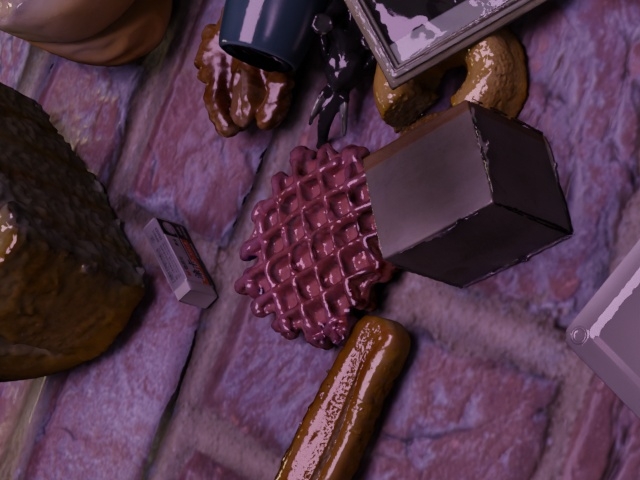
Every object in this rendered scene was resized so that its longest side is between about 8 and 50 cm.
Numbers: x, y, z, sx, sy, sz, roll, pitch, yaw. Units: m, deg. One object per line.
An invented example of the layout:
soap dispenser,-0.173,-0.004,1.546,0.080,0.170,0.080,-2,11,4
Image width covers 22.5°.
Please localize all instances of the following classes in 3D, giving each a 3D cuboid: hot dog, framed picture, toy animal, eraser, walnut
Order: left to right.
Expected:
eraser,-0.171,0.027,1.952,0.029,0.052,0.122,-46,53,22
walnut,-0.082,-0.207,1.932,0.143,0.069,0.170,-6,77,34
hot dog,0.018,0.213,1.737,0.088,0.061,0.285,35,99,37
toy animal,0.037,-0.230,1.804,0.082,0.137,0.269,19,93,6
framed picture,0.151,-0.326,1.707,0.293,0.018,0.231,-30,73,8

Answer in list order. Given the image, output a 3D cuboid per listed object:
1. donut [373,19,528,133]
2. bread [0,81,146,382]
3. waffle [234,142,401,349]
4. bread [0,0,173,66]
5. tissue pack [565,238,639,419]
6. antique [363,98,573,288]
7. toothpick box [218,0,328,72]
donut,0.136,-0.185,1.742,0.181,0.078,0.146,9,87,40
bread,-0.425,-0.005,2.051,0.264,0.239,0.395,-50,50,18
waffle,0.000,0.000,1.815,0.221,0.055,0.234,28,96,40
bread,-0.378,-0.365,2.093,0.329,0.245,0.424,-39,47,-23
tissue pack,0.364,0.115,1.426,0.159,0.136,0.246,-52,51,16
antique,0.149,-0.052,1.647,0.152,0.147,0.148,-29,59,32
toothpick box,-0.047,-0.288,1.833,0.120,0.120,0.184,11,80,41
